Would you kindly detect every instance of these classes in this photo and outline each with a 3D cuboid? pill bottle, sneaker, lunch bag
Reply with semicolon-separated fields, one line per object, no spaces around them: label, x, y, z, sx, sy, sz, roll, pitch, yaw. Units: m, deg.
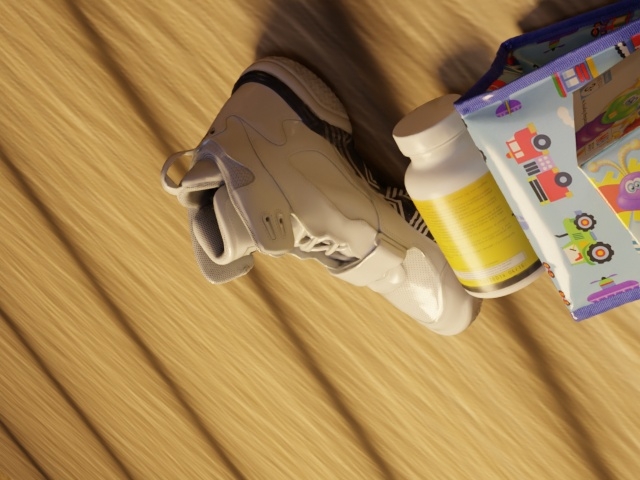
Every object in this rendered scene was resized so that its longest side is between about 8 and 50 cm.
pill bottle;0.144;-0.043;1.049;0.103;0.103;0.184;-8;122;47
sneaker;0.000;0.000;1.139;0.366;0.210;0.137;49;144;-9
lunch bag;0.294;-0.088;0.860;0.293;0.138;0.221;-18;112;38

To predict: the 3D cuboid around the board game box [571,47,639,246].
board game box;0.311;-0.012;0.757;0.142;0.144;0.275;-34;106;25
